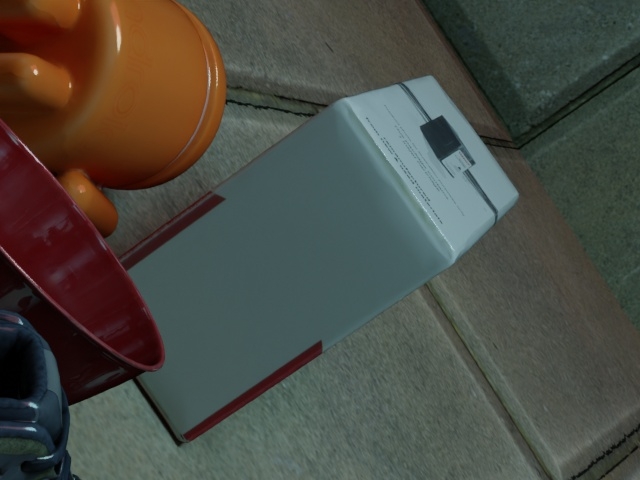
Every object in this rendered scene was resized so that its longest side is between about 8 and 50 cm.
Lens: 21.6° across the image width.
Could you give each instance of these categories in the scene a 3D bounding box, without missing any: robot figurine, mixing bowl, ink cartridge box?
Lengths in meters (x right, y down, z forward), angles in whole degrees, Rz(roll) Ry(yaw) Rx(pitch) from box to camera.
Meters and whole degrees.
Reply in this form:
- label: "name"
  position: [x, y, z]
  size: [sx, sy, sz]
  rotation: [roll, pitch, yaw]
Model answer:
- label: "robot figurine"
  position: [-0.137, -0.095, 0.985]
  size: [0.158, 0.128, 0.219]
  rotation: [58, 17, 19]
- label: "mixing bowl"
  position: [-0.161, 0.015, 0.719]
  size: [0.181, 0.098, 0.181]
  rotation: [50, 5, -5]
- label: "ink cartridge box"
  position: [0.000, 0.000, 1.050]
  size: [0.114, 0.197, 0.273]
  rotation: [56, 16, 2]

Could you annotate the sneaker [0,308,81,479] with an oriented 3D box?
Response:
- label: "sneaker"
  position: [-0.128, 0.099, 0.634]
  size: [0.300, 0.121, 0.111]
  rotation: [40, 23, -42]
